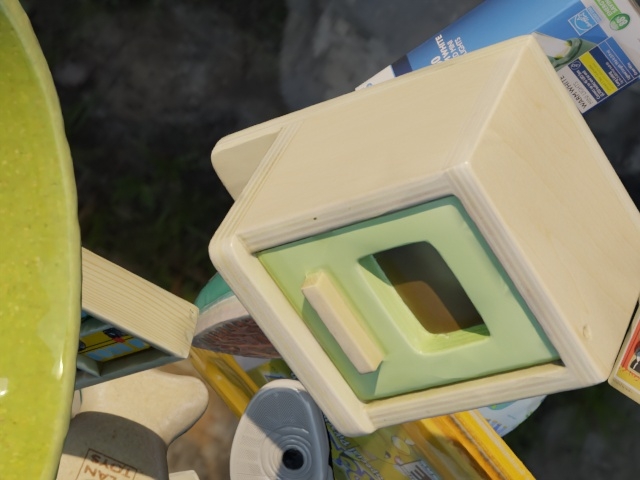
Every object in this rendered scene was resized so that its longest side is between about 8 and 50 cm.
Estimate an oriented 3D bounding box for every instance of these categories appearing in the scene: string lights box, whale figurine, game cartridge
[{"bbox_3d":[0.178,-0.155,1.668,0.259,0.077,0.133,-34,135,15],"label":"string lights box"},{"bbox_3d":[-0.177,0.211,1.312,0.216,0.272,0.141,23,149,-5],"label":"whale figurine"},{"bbox_3d":[0.022,0.156,1.578,0.285,0.052,0.323,50,151,-6],"label":"game cartridge"}]

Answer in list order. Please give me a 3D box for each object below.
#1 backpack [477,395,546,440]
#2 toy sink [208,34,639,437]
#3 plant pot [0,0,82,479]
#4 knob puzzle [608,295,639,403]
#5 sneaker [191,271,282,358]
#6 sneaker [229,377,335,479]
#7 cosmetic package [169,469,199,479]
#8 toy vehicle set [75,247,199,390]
[{"bbox_3d":[0.103,0.135,2.041,0.355,0.273,0.290,-26,135,31],"label":"backpack"},{"bbox_3d":[0.039,0.010,0.993,0.234,0.131,0.153,-14,121,36],"label":"toy sink"},{"bbox_3d":[-0.263,0.018,0.697,0.253,0.276,0.276,0,138,15],"label":"plant pot"},{"bbox_3d":[0.353,0.076,1.705,0.030,0.213,0.213,19,150,-27],"label":"knob puzzle"},{"bbox_3d":[0.000,0.000,1.321,0.108,0.121,0.302,16,151,-31],"label":"sneaker"},{"bbox_3d":[-0.018,0.203,1.464,0.079,0.121,0.217,3,104,15],"label":"sneaker"},{"bbox_3d":[-0.241,0.372,1.852,0.296,0.129,0.153,-34,74,22],"label":"cosmetic package"},{"bbox_3d":[-0.220,0.049,1.143,0.166,0.035,0.267,29,151,-30],"label":"toy vehicle set"}]
